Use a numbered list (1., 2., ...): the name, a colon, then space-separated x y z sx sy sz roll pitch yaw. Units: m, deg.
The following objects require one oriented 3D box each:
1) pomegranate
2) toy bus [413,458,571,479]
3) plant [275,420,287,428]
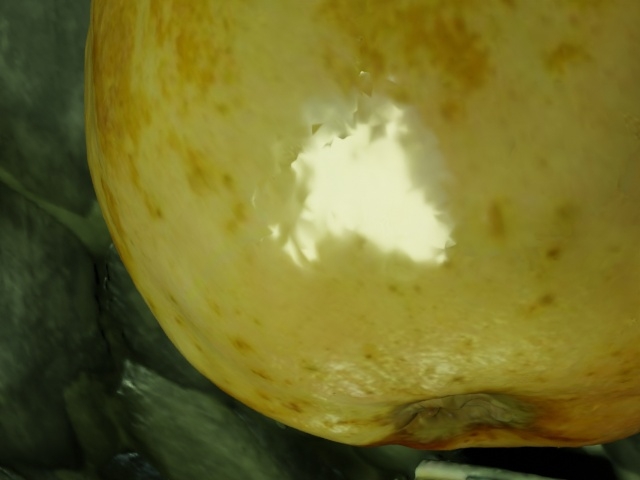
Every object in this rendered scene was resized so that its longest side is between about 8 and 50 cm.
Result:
1. pomegranate: 0.042 -0.045 0.434 0.207 0.207 0.207 22 135 24
2. toy bus: 0.093 0.210 0.683 0.092 0.106 0.268 4 126 40
3. plant: 0.000 0.000 0.600 0.094 0.092 0.143 -23 101 40
